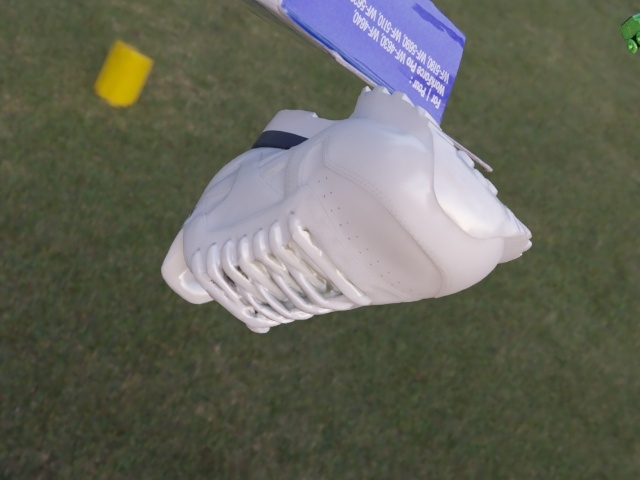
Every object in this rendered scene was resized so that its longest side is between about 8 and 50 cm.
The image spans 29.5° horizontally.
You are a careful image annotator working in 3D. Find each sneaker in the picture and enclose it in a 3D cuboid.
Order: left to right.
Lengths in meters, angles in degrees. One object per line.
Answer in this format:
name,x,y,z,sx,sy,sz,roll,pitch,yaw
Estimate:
sneaker,0.000,0.000,0.498,0.090,0.095,0.235,54,-15,-11

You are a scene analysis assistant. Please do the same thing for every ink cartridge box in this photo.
ink cartridge box,-0.036,-0.163,0.692,0.333,0.065,0.165,40,7,36

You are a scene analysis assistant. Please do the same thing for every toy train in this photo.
toy train,0.210,-0.141,0.752,0.017,0.083,0.023,-19,81,-18
